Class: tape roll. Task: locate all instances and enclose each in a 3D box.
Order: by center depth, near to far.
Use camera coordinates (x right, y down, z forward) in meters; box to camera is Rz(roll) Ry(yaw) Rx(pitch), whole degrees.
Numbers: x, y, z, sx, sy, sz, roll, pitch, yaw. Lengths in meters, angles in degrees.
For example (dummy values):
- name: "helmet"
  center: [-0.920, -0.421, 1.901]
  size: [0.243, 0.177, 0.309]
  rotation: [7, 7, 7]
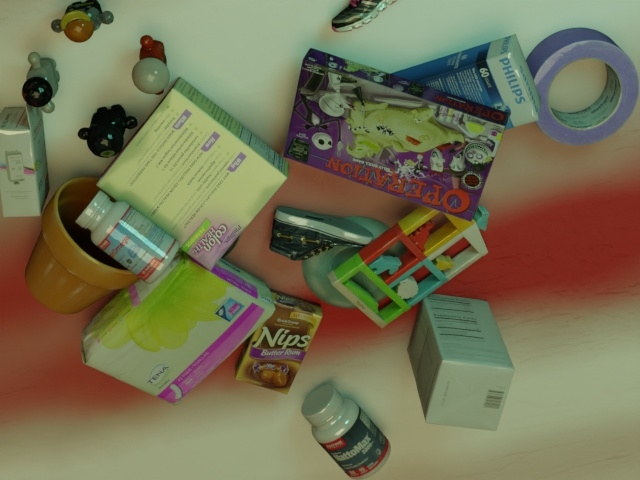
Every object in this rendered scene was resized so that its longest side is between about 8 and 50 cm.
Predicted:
- name: "tape roll"
  center: [0.443, -0.263, 1.981]
  size: [0.189, 0.080, 0.189]
  rotation: [-2, 116, -3]

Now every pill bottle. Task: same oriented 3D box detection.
- name: "pill bottle"
  center: [-0.317, -0.008, 1.888]
  size: [0.160, 0.087, 0.087]
  rotation: [38, 108, -11]
- name: "pill bottle"
  center: [0.046, 0.370, 2.249]
  size: [0.108, 0.108, 0.180]
  rotation: [-34, 114, 12]

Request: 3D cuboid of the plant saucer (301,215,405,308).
- name: "plant saucer"
  center: [0.064, 0.050, 2.130]
  size: [0.195, 0.037, 0.194]
  rotation: [-2, 117, -4]

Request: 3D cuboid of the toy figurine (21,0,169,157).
- name: "toy figurine"
  center: [-0.365, -0.266, 1.874]
  size: [0.210, 0.148, 0.213]
  rotation: [35, 109, -19]

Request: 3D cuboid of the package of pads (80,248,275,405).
- name: "package of pads"
  center: [-0.264, 0.148, 2.087]
  size: [0.229, 0.101, 0.296]
  rotation: [32, 112, -34]

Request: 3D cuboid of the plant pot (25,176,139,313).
- name: "plant pot"
  center: [-0.411, 0.026, 2.002]
  size: [0.205, 0.205, 0.188]
  rotation: [33, 125, -19]

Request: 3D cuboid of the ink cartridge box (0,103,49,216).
- name: "ink cartridge box"
  center: [-0.503, -0.152, 1.939]
  size: [0.067, 0.115, 0.198]
  rotation: [-1, 115, -4]

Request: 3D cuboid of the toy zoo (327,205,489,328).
- name: "toy zoo"
  center: [0.178, 0.028, 2.086]
  size: [0.293, 0.030, 0.192]
  rotation: [-37, 137, 10]

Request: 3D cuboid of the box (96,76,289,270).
- name: "box"
  center: [-0.212, -0.114, 1.954]
  size: [0.243, 0.117, 0.213]
  rotation: [38, 103, -11]

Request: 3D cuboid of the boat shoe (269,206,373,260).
- name: "boat shoe"
  center: [0.000, 0.000, 2.072]
  size: [0.183, 0.065, 0.083]
  rotation: [15, 109, 7]

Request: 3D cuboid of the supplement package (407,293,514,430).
- name: "supplement package"
  center: [0.251, 0.216, 2.111]
  size: [0.134, 0.244, 0.139]
  rotation: [8, 116, -8]

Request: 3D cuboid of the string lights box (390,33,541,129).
- name: "string lights box"
  center: [0.223, -0.236, 1.933]
  size: [0.260, 0.076, 0.133]
  rotation: [-14, 119, 24]

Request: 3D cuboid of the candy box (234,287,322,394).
- name: "candy box"
  center: [-0.081, 0.191, 2.180]
  size: [0.109, 0.053, 0.186]
  rotation: [18, 112, -12]

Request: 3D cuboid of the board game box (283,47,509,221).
- name: "board game box"
  center: [0.120, -0.174, 1.930]
  size: [0.347, 0.056, 0.208]
  rotation: [19, 135, 7]

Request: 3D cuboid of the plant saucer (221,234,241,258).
- name: "plant saucer"
  center: [-0.225, -0.032, 2.069]
  size: [0.169, 0.029, 0.168]
  rotation: [-2, 116, -5]

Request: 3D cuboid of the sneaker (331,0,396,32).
- name: "sneaker"
  center: [0.079, -0.409, 1.889]
  size: [0.170, 0.063, 0.075]
  rotation: [-35, 114, 7]
